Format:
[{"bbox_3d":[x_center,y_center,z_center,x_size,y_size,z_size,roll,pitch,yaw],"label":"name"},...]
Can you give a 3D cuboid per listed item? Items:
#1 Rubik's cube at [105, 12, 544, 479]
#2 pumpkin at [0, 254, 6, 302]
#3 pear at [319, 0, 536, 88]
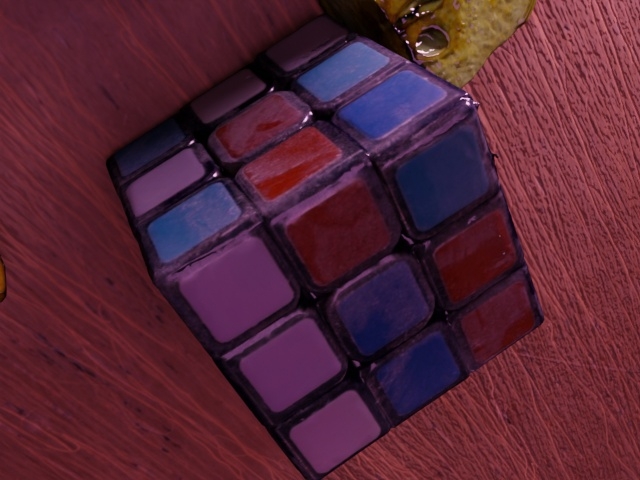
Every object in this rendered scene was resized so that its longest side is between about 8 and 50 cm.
[{"bbox_3d":[0.000,0.000,0.882,0.359,0.363,0.362,-31,128,-4],"label":"Rubik's cube"},{"bbox_3d":[-0.498,0.032,0.831,0.254,0.149,0.130,-6,160,-28],"label":"pumpkin"},{"bbox_3d":[0.137,-0.336,0.906,0.255,0.164,0.238,-46,115,-5],"label":"pear"}]
